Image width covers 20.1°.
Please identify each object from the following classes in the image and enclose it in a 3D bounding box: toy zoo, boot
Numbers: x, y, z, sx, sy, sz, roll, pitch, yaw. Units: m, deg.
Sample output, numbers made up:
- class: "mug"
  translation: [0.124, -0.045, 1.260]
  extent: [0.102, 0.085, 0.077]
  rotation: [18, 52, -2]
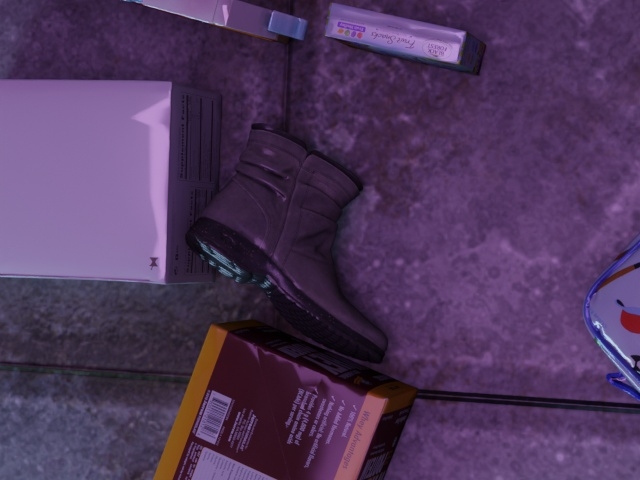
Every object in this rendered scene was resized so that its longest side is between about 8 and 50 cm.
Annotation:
- class: "toy zoo"
  translation: [-0.150, -0.243, 1.812]
  extent: [0.293, 0.192, 0.030]
  rotation: [17, 95, 16]
- class: "boot"
  translation: [0.000, 0.000, 1.818]
  extent: [0.246, 0.083, 0.161]
  rotation: [37, 73, -10]

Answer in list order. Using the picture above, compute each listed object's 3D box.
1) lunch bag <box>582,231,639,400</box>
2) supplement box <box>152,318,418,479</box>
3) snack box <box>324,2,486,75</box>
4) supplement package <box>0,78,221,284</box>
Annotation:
- class: "lunch bag"
  translation: [0.397, 0.090, 1.666]
  extent: [0.243, 0.115, 0.303]
  rotation: [-50, 62, 17]
- class: "supplement box"
  translation: [-0.036, 0.203, 1.810]
  extent: [0.194, 0.129, 0.191]
  rotation: [22, 96, 16]
- class: "snack box"
  translation: [0.084, -0.199, 1.789]
  extent: [0.141, 0.100, 0.037]
  rotation: [14, 94, 16]
- class: "supplement package"
  translation: [-0.251, -0.061, 1.867]
  extent: [0.262, 0.145, 0.204]
  rotation: [2, 91, 16]
